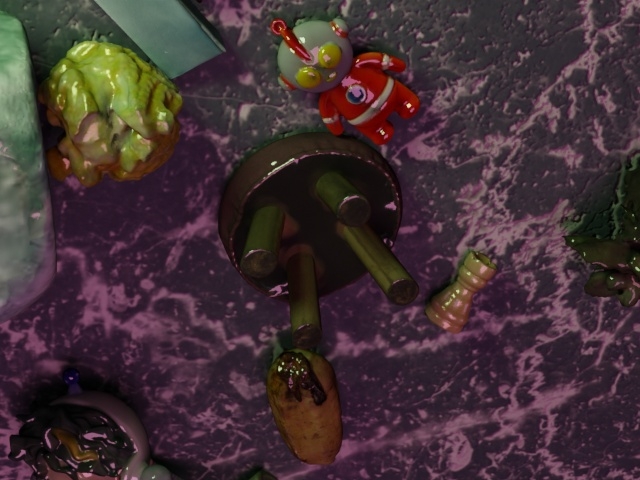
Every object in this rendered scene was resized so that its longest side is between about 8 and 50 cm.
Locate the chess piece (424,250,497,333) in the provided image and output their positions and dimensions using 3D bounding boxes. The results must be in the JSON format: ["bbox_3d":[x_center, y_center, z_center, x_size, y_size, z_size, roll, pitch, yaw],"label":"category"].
[{"bbox_3d":[0.216,0.076,2.090,0.066,0.066,0.122,23,110,-23],"label":"chess piece"}]

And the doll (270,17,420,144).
[{"bbox_3d":[0.025,-0.224,1.850,0.142,0.076,0.245,-44,124,16],"label":"doll"}]

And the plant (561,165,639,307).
[{"bbox_3d":[0.524,-0.001,2.010,0.312,0.213,0.215,-36,124,10],"label":"plant"}]

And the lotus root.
[{"bbox_3d":[-0.024,0.255,2.137,0.110,0.097,0.258,-8,131,2],"label":"lotus root"}]

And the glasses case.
[{"bbox_3d":[-0.237,-0.327,1.750,0.105,0.056,0.266,-21,128,32],"label":"glasses case"}]

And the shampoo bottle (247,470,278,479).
[{"bbox_3d":[-0.156,0.485,2.259,0.234,0.087,0.118,-36,122,12],"label":"shampoo bottle"}]

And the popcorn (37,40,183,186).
[{"bbox_3d":[-0.275,-0.159,1.774,0.187,0.167,0.185,7,125,-12],"label":"popcorn"}]

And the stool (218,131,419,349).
[{"bbox_3d":[0.000,0.000,1.924,0.272,0.178,0.272,-6,124,-9],"label":"stool"}]

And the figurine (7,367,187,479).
[{"bbox_3d":[-0.321,0.376,2.091,0.261,0.186,0.382,-17,123,20],"label":"figurine"}]

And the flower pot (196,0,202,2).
[{"bbox_3d":[-0.158,-0.368,1.712,0.089,0.111,0.111,-45,121,0],"label":"flower pot"}]

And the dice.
[{"bbox_3d":[-0.503,-0.093,1.674,0.330,0.348,0.328,-8,124,-14],"label":"dice"}]
